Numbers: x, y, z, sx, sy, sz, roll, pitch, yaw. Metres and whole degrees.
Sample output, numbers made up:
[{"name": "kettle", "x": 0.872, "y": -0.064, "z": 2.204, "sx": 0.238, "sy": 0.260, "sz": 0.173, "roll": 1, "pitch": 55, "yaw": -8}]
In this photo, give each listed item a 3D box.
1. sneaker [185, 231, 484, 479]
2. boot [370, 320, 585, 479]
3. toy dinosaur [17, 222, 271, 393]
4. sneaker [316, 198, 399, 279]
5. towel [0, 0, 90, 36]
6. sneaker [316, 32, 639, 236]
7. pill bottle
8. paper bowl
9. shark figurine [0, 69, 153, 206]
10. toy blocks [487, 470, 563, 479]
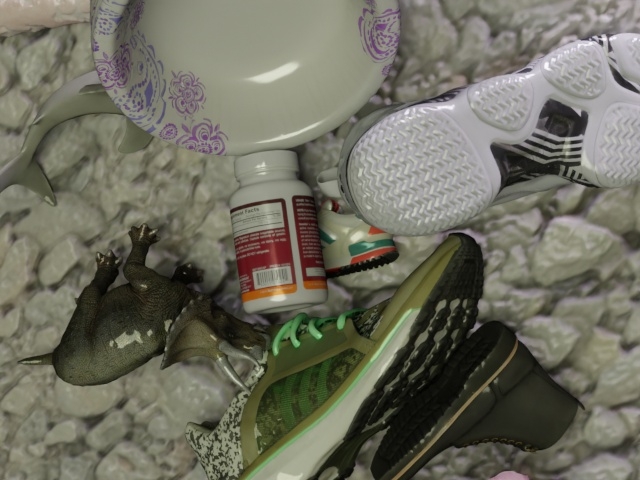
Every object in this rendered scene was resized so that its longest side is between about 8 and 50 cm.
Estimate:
[{"name": "sneaker", "x": -0.005, "y": 0.127, "z": 1.346, "sx": 0.182, "sy": 0.158, "sz": 0.410, "roll": 46, "pitch": 105, "yaw": 22}, {"name": "boot", "x": 0.158, "y": 0.195, "z": 1.308, "sx": 0.137, "sy": 0.077, "sz": 0.198, "roll": 40, "pitch": 99, "yaw": -20}, {"name": "toy dinosaur", "x": -0.210, "y": 0.088, "z": 1.372, "sx": 0.313, "sy": 0.160, "sz": 0.121, "roll": -14, "pitch": 132, "yaw": 18}, {"name": "sneaker", "x": 0.000, "y": 0.000, "z": 1.362, "sx": 0.161, "sy": 0.057, "sz": 0.075, "roll": -13, "pitch": 79, "yaw": 20}, {"name": "towel", "x": -0.339, "y": -0.373, "z": 1.384, "sx": 0.331, "sy": 0.053, "sz": 0.317, "roll": -7, "pitch": 99, "yaw": 18}, {"name": "sneaker", "x": 0.171, "y": -0.100, "z": 1.249, "sx": 0.365, "sy": 0.210, "sz": 0.137, "roll": -17, "pitch": 97, "yaw": -16}, {"name": "pill bottle", "x": -0.043, "y": -0.008, "z": 1.302, "sx": 0.086, "sy": 0.086, "sz": 0.152, "roll": -10, "pitch": 82, "yaw": 18}, {"name": "paper bowl", "x": -0.073, "y": -0.226, "z": 1.241, "sx": 0.284, "sy": 0.148, "sz": 0.284, "roll": -5, "pitch": 140, "yaw": -4}, {"name": "shark figurine", "x": -0.241, "y": -0.134, "z": 1.371, "sx": 0.278, "sy": 0.116, "sz": 0.166, "roll": -16, "pitch": 94, "yaw": 17}, {"name": "toy blocks", "x": 0.105, "y": 0.325, "z": 1.290, "sx": 0.288, "sy": 0.309, "sz": 0.260, "roll": -46, "pitch": 43, "yaw": 26}]
